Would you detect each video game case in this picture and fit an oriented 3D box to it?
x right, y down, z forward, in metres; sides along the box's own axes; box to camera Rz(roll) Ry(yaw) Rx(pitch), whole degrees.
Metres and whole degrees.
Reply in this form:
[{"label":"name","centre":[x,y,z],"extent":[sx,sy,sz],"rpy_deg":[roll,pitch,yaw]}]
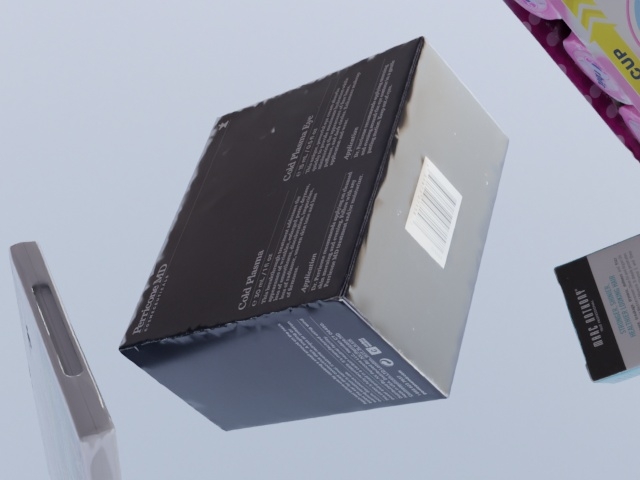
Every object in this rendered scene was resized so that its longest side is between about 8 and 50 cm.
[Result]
[{"label":"video game case","centre":[-0.240,0.211,1.150],"extent":[0.036,0.329,0.300],"rpy_deg":[-13,-143,-19]}]

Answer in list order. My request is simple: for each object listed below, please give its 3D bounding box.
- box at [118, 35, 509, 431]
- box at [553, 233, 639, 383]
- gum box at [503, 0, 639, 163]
[{"label":"box","centre":[0.000,0.000,1.244],"extent":[0.313,0.179,0.343],"rpy_deg":[-14,-136,39]},{"label":"box","centre":[0.314,0.026,0.903],"extent":[0.244,0.060,0.100],"rpy_deg":[-24,-110,26]},{"label":"gum box","centre":[0.191,-0.134,0.681],"extent":[0.107,0.188,0.062],"rpy_deg":[-46,-160,-3]}]
